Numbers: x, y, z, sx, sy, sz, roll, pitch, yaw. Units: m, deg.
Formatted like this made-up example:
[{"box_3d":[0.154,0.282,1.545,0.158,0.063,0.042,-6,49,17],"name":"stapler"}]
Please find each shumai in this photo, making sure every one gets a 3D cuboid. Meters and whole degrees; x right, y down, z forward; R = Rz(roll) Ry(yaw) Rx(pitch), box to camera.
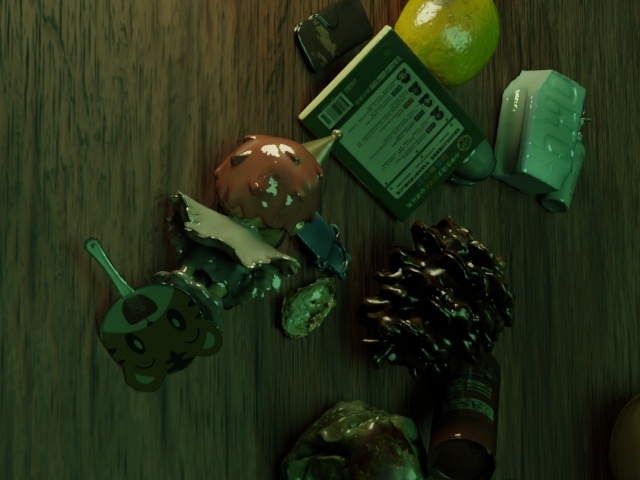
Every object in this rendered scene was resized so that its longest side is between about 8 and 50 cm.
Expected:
[{"box_3d":[0.095,0.348,1.806,0.260,0.222,0.225,-2,85,-46],"name":"shumai"}]

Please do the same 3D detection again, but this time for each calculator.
[{"box_3d":[0.000,0.000,1.879,0.141,0.019,0.094,47,43,-25],"name":"calculator"}]

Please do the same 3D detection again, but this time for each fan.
[{"box_3d":[-0.241,0.089,1.606,0.227,0.152,0.008,56,13,-17],"name":"fan"}]

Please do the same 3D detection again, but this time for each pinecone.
[{"box_3d":[0.185,0.097,1.894,0.257,0.243,0.243,-50,117,-39],"name":"pinecone"}]

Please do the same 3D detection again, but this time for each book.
[{"box_3d":[0.118,-0.180,1.940,0.202,0.027,0.264,-47,120,1],"name":"book"}]

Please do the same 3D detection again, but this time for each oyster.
[{"box_3d":[-0.016,0.101,1.856,0.132,0.029,0.086,-12,99,-45],"name":"oyster"}]

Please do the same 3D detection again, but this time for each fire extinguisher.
[{"box_3d":[0.245,0.237,1.951,0.106,0.147,0.337,30,32,-9],"name":"fire extinguisher"}]

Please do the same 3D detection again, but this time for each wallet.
[{"box_3d":[0.021,-0.330,1.941,0.156,0.018,0.082,-37,109,-37],"name":"wallet"}]

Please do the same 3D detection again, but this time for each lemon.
[{"box_3d":[0.205,-0.337,2.011,0.170,0.170,0.207,52,57,-25],"name":"lemon"}]

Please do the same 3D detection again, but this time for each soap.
[{"box_3d":[0.398,-0.205,2.217,0.145,0.091,0.230,23,72,-38],"name":"soap"}]

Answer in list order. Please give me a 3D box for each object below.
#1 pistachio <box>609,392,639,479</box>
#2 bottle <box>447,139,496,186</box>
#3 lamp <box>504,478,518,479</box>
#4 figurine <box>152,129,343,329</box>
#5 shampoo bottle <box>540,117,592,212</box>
[{"box_3d":[0.704,0.453,2.317,0.365,0.281,0.445,-56,135,-40],"name":"pistachio"},{"box_3d":[0.193,-0.177,2.041,0.253,0.079,0.096,33,91,-34],"name":"bottle"},{"box_3d":[0.238,0.504,1.928,0.247,0.247,0.301,-30,131,-6],"name":"lamp"},{"box_3d":[-0.093,-0.042,1.734,0.207,0.166,0.387,27,54,10],"name":"figurine"},{"box_3d":[0.464,-0.146,2.293,0.056,0.056,0.195,38,61,-33],"name":"shampoo bottle"}]
